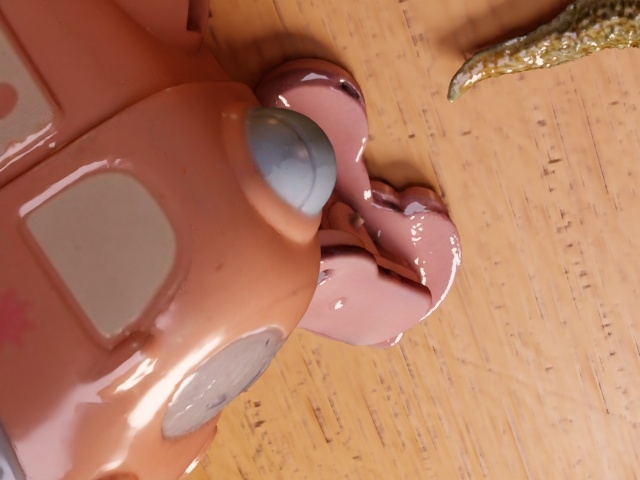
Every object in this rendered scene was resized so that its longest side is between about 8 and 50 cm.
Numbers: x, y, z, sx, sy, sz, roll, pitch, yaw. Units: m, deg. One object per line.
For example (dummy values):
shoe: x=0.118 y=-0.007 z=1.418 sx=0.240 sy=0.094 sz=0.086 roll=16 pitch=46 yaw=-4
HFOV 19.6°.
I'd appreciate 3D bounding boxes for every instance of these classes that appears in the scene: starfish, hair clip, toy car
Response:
starfish: x=0.156 y=-0.097 z=0.789 sx=0.217 sy=0.050 sz=0.223 roll=-20 pitch=120 yaw=23
hair clip: x=-0.003 y=-0.010 z=0.862 sx=0.123 sy=0.102 sz=0.138 roll=-34 pitch=153 yaw=26
toy car: x=-0.110 y=-0.021 z=0.728 sx=0.212 sy=0.180 sz=0.270 roll=-34 pitch=86 yaw=14
